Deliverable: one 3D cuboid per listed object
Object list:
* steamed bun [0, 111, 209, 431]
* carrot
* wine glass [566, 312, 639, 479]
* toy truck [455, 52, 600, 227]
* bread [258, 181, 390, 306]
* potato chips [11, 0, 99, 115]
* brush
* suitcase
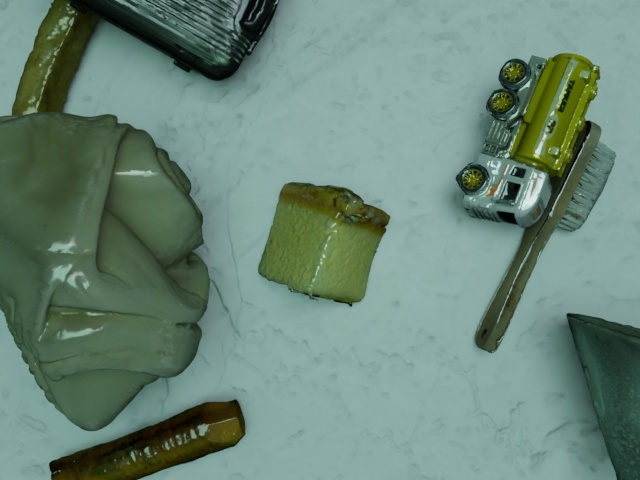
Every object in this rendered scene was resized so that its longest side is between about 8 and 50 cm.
[{"bbox_3d":[-0.258,0.003,0.791,0.255,0.342,0.367,-29,79,-25],"label":"steamed bun"},{"bbox_3d":[-0.224,0.270,0.885,0.261,0.070,0.070,-20,86,3],"label":"carrot"},{"bbox_3d":[0.353,0.305,0.783,0.267,0.267,0.405,18,91,2],"label":"wine glass"},{"bbox_3d":[0.262,-0.128,0.864,0.114,0.098,0.226,21,87,26],"label":"toy truck"},{"bbox_3d":[0.000,0.000,0.899,0.152,0.127,0.147,20,89,36],"label":"bread"},{"bbox_3d":[-0.346,-0.237,0.922,0.080,0.057,0.406,21,87,6],"label":"potato chips"},{"bbox_3d":[0.296,0.002,0.894,0.065,0.070,0.327,27,89,-7],"label":"brush"},{"bbox_3d":[-0.202,-0.352,0.857,0.312,0.128,0.202,27,87,-16],"label":"suitcase"}]
